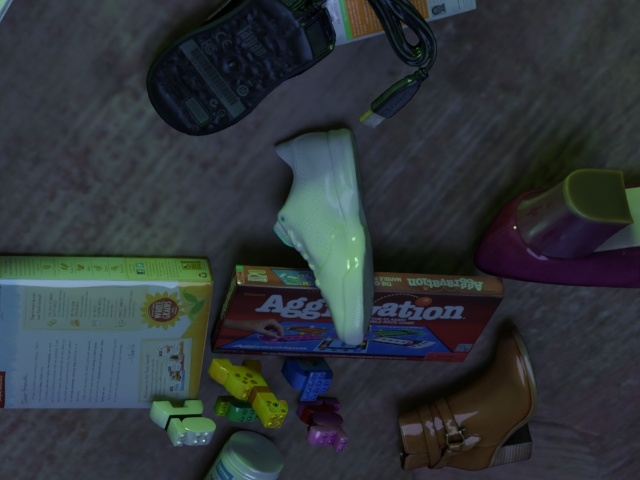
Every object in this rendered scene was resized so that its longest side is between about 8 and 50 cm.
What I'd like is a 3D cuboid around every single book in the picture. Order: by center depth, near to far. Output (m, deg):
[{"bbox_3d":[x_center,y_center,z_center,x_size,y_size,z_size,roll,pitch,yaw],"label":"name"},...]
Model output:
[{"bbox_3d":[0.067,-0.243,1.515,0.144,0.035,0.096,-14,124,-3],"label":"book"}]

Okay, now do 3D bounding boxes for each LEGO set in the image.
[{"bbox_3d":[-0.051,0.178,1.722,0.227,0.093,0.087,2,123,-32],"label":"LEGO set"}]

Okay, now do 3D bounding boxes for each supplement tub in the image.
[{"bbox_3d":[-0.094,0.272,1.829,0.071,0.071,0.107,17,120,-23],"label":"supplement tub"}]

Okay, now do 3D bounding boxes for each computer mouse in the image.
[{"bbox_3d":[-0.019,-0.164,1.508,0.262,0.060,0.184,-38,104,22],"label":"computer mouse"}]

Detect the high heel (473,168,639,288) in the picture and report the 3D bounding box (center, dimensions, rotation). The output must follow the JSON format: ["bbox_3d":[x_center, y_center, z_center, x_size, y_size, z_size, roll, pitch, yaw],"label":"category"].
[{"bbox_3d":[0.351,0.002,1.735,0.377,0.127,0.181,13,153,-26],"label":"high heel"}]

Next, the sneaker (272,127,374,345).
[{"bbox_3d":[0.000,0.000,1.613,0.094,0.080,0.212,-7,88,8],"label":"sneaker"}]

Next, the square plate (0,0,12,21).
[{"bbox_3d":[-0.435,-0.239,1.370,0.347,0.049,0.344,26,106,-27],"label":"square plate"}]

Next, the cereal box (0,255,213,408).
[{"bbox_3d":[-0.238,0.096,1.685,0.240,0.047,0.173,2,126,-13],"label":"cereal box"}]

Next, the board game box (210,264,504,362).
[{"bbox_3d":[0.036,0.079,1.712,0.281,0.027,0.145,3,146,-14],"label":"board game box"}]

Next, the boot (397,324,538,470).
[{"bbox_3d":[0.159,0.184,1.819,0.152,0.073,0.197,-6,124,-4],"label":"boot"}]
